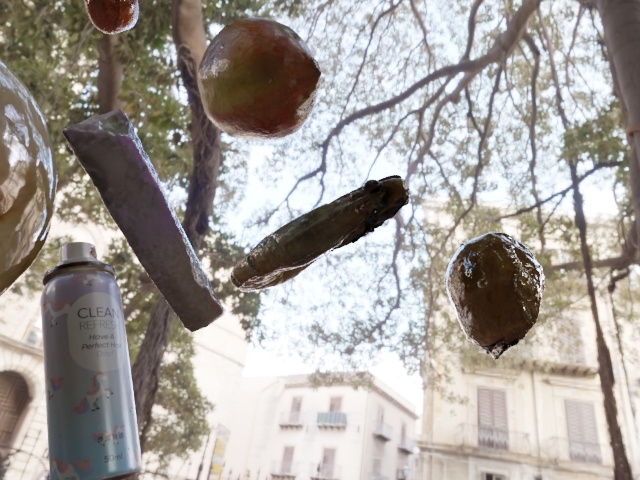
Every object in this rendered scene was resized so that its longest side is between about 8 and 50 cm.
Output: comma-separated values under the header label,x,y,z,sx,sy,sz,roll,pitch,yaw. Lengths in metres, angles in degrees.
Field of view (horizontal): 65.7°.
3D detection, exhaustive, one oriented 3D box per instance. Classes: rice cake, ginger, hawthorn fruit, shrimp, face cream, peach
label,x,y,z,sx,sy,sz,roll,pitch,yaw
rice cake,-0.210,-0.003,0.652,0.070,0.064,0.399,-25,-40,-12
ginger,0.383,0.102,1.108,0.223,0.269,0.200,43,-51,13
hawthorn fruit,-0.480,-0.541,1.145,0.128,0.128,0.128,7,-31,4
shrimp,0.000,0.000,1.089,0.446,0.109,0.221,-30,-20,14
face cream,-0.223,0.110,0.472,0.075,0.229,0.075,-15,-22,-6
peach,-0.101,-0.301,0.933,0.257,0.232,0.232,-1,-32,31

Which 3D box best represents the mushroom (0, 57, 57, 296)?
label,x,y,z,sx,sy,sz,roll,pitch,yaw
mushroom,-0.355,-0.064,0.356,0.293,0.290,0.292,-21,-48,-25
